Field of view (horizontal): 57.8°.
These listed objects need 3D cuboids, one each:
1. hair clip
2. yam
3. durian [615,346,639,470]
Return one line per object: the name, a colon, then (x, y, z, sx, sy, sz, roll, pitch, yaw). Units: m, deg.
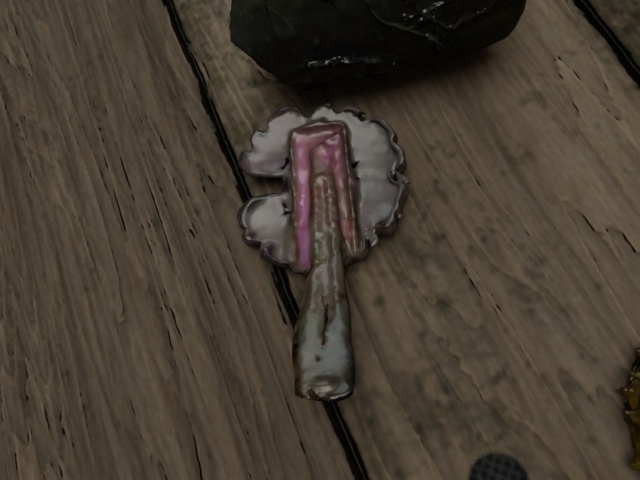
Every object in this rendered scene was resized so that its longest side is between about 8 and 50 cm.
hair clip: (0.001, 0.005, 0.534, 0.173, 0.069, 0.300, -5, 60, 8)
yam: (0.046, -0.253, 0.549, 0.272, 0.202, 0.201, -8, 106, 4)
durian: (0.341, 0.176, 0.385, 0.191, 0.112, 0.341, -26, 71, 0)
